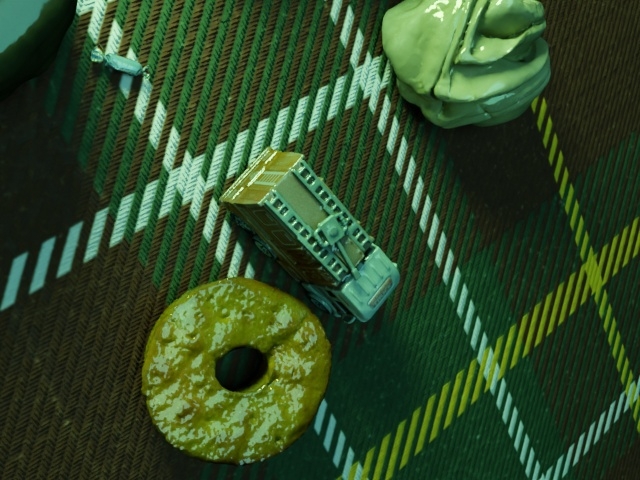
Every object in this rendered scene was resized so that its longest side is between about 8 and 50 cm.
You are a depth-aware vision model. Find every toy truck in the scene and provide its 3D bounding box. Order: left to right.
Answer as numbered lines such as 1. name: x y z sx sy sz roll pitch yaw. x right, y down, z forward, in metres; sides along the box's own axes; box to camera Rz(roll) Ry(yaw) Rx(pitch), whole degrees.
1. toy truck: 0.000 0.000 0.959 0.136 0.162 0.305 -49 116 -15

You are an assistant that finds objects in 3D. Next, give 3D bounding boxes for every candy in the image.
1. candy: -0.283 -0.254 0.854 0.083 0.020 0.030 11 92 -30

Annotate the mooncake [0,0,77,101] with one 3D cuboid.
1. mooncake: -0.449 -0.320 0.655 0.357 0.194 0.356 -4 99 -27

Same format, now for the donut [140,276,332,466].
1. donut: -0.135 0.196 0.943 0.303 0.110 0.302 -2 95 -27

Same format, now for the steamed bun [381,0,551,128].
1. steamed bun: 0.283 -0.326 1.052 0.276 0.203 0.289 -40 114 -19
